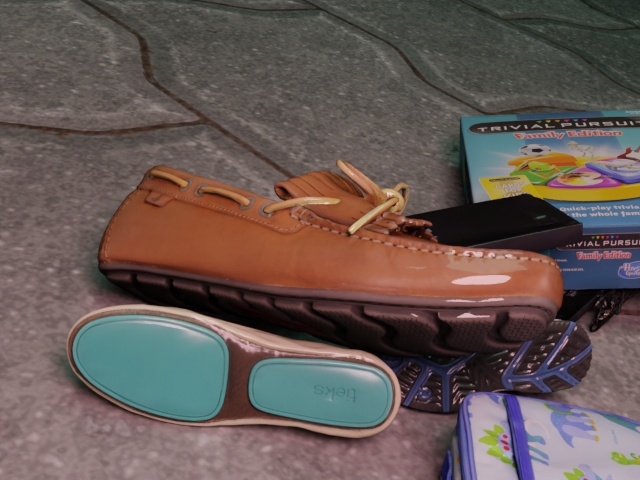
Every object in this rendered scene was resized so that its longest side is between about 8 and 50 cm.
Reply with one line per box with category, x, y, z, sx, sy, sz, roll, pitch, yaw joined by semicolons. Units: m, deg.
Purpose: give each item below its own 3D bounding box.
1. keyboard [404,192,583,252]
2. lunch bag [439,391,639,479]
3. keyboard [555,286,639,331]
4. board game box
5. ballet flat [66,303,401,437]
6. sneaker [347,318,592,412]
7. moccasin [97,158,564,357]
keyboard;0.087;0.020;0.847;0.317;0.033;0.201;-12;20;-8
lunch bag;0.164;0.196;0.612;0.176;0.090;0.219;12;27;1
keyboard;0.267;0.068;0.969;0.100;0.038;0.192;5;19;36
board game box;0.297;-0.059;1.082;0.254;0.079;0.336;-2;27;6
ballet flat;-0.063;0.099;0.705;0.248;0.086;0.086;14;28;-5
sneaker;0.121;0.100;0.801;0.211;0.080;0.081;3;2;-15
moccasin;0.002;0.001;0.727;0.380;0.147;0.139;7;-19;36
